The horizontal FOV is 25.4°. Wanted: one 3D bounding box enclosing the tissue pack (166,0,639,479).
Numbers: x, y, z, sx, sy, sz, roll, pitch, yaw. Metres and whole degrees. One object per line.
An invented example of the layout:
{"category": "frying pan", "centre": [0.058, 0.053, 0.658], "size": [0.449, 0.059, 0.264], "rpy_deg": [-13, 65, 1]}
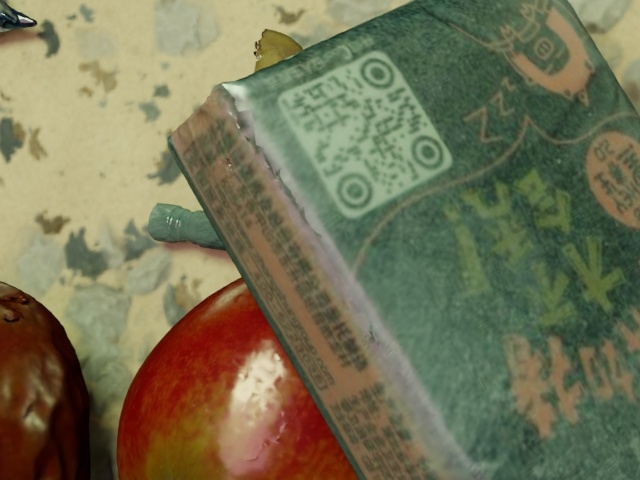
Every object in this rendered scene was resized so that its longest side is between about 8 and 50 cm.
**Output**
{"category": "tissue pack", "centre": [0.096, 0.027, 0.726], "size": [0.228, 0.103, 0.315], "rpy_deg": [-29, 86, -31]}

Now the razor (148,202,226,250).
{"category": "razor", "centre": [0.000, 0.000, 0.874], "size": [0.232, 0.068, 0.106], "rpy_deg": [9, 87, 25]}

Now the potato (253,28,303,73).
{"category": "potato", "centre": [-0.023, -0.089, 0.895], "size": [0.036, 0.037, 0.093], "rpy_deg": [3, 85, 13]}

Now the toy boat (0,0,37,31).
{"category": "toy boat", "centre": [-0.286, -0.202, 0.986], "size": [0.318, 0.072, 0.219], "rpy_deg": [-42, 77, 20]}

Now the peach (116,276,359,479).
{"category": "peach", "centre": [-0.019, 0.107, 0.808], "size": [0.190, 0.190, 0.192], "rpy_deg": [32, 71, 18]}

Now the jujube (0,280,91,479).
{"category": "jujube", "centre": [-0.239, 0.162, 0.866], "size": [0.197, 0.197, 0.290], "rpy_deg": [22, 106, 18]}
